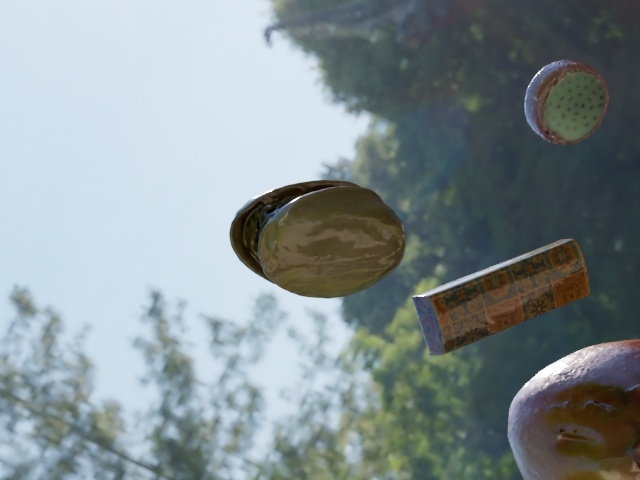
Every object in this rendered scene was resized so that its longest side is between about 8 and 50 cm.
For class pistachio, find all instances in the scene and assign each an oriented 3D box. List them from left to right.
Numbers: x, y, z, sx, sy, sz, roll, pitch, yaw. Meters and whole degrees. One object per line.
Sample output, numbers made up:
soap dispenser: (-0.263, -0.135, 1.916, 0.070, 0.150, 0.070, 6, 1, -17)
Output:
pistachio: (0.000, 0.000, 1.654, 0.206, 0.129, 0.131, -4, -83, -35)

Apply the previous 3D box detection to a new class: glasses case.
glasses case: (0.219, 0.066, 1.797, 0.218, 0.075, 0.049, -19, 3, -25)

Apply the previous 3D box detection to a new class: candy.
candy: (0.292, -0.165, 1.791, 0.043, 0.103, 0.103, 47, 122, 57)

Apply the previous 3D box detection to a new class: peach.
peach: (0.437, 0.288, 2.105, 0.290, 0.372, 0.372, -53, -18, -15)
